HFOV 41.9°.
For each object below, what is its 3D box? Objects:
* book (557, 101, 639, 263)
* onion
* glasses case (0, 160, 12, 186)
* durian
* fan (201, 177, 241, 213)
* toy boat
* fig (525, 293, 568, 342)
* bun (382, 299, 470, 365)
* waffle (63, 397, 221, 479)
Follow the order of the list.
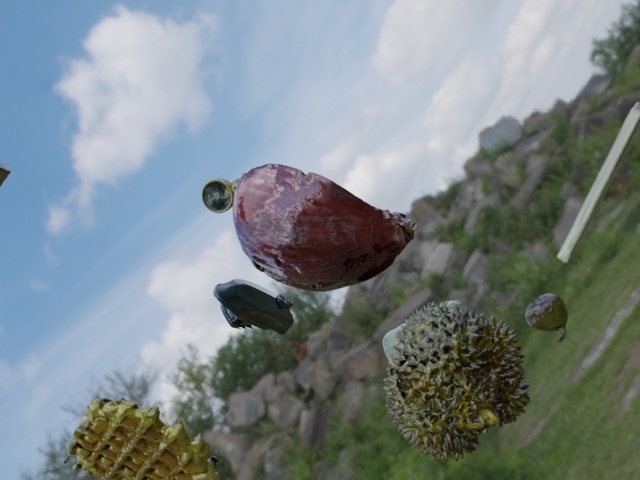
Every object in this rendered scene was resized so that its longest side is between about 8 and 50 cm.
[{"bbox_3d":[0.409,-0.087,1.208,0.162,0.022,0.232,-26,-41,-64],"label":"book"},{"bbox_3d":[0.000,0.000,1.198,0.227,0.283,0.120,57,-136,-47],"label":"onion"},{"bbox_3d":[-0.623,-0.012,1.360,0.299,0.060,0.114,-54,-10,0],"label":"glasses case"},{"bbox_3d":[0.220,0.244,1.429,0.293,0.258,0.258,-74,3,-46],"label":"durian"},{"bbox_3d":[-0.208,-0.119,1.986,0.155,0.082,0.039,-20,4,20],"label":"fan"},{"bbox_3d":[-0.187,0.173,2.205,0.122,0.114,0.296,-43,-35,14],"label":"toy boat"},{"bbox_3d":[0.481,0.159,1.740,0.084,0.098,0.082,-28,-19,-49],"label":"fig"},{"bbox_3d":[0.227,0.204,1.702,0.195,0.118,0.195,-29,-9,-5],"label":"bun"},{"bbox_3d":[-0.291,0.338,1.339,0.060,0.280,0.262,-66,-35,-46],"label":"waffle"}]
